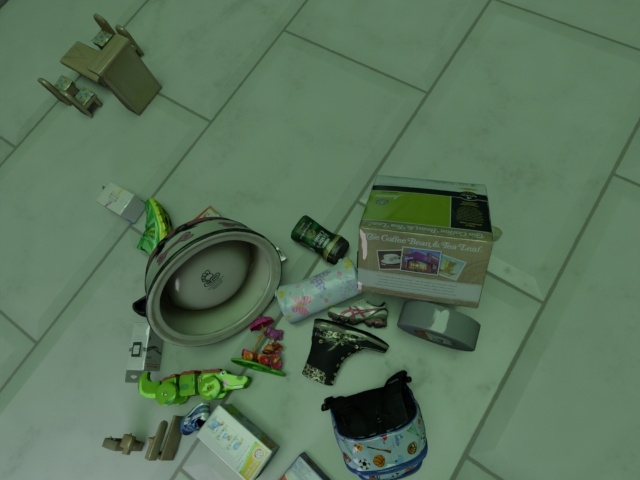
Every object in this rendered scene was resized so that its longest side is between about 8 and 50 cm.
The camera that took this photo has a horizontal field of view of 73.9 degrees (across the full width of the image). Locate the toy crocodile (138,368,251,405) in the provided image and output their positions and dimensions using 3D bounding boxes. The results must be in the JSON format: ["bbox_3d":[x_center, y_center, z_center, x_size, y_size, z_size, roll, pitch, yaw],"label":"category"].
[{"bbox_3d":[-0.379,0.434,1.286,0.340,0.115,0.105,-9,70,5],"label":"toy crocodile"}]

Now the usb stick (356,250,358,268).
[{"bbox_3d":[0.255,0.063,1.359,0.277,0.045,0.077,0,70,9],"label":"usb stick"}]

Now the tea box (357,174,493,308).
[{"bbox_3d":[0.291,-0.012,1.208,0.328,0.220,0.324,8,34,14],"label":"tea box"}]

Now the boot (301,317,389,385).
[{"bbox_3d":[0.071,0.348,1.276,0.236,0.085,0.179,17,86,2],"label":"boot"}]

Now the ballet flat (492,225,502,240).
[{"bbox_3d":[0.495,-0.033,1.354,0.168,0.052,0.057,6,71,10],"label":"ballet flat"}]

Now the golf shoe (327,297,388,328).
[{"bbox_3d":[0.115,0.220,1.318,0.185,0.067,0.086,6,68,1],"label":"golf shoe"}]

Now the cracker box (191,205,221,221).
[{"bbox_3d":[-0.357,0.016,1.450,0.155,0.067,0.232,-42,70,-6],"label":"cracker box"}]

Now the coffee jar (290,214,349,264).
[{"bbox_3d":[0.000,0.000,1.398,0.184,0.079,0.096,31,78,16],"label":"coffee jar"}]

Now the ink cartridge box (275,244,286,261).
[{"bbox_3d":[-0.172,0.072,1.425,0.115,0.029,0.063,-35,70,-5],"label":"ink cartridge box"}]

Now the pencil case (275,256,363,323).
[{"bbox_3d":[-0.002,0.156,1.325,0.273,0.113,0.124,-25,93,1],"label":"pencil case"}]

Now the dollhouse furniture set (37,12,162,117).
[{"bbox_3d":[-0.870,-0.694,1.661,0.394,0.256,0.362,29,77,16],"label":"dollhouse furniture set"}]

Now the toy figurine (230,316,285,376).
[{"bbox_3d":[-0.168,0.316,1.310,0.173,0.130,0.159,20,64,-9],"label":"toy figurine"}]

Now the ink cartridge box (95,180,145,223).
[{"bbox_3d":[-0.726,-0.141,1.541,0.143,0.092,0.090,27,78,17],"label":"ink cartridge box"}]

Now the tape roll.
[{"bbox_3d":[0.330,0.241,1.196,0.219,0.219,0.072,17,73,13],"label":"tape roll"}]

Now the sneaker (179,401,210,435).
[{"bbox_3d":[-0.370,0.538,1.253,0.144,0.053,0.059,-53,42,23],"label":"sneaker"}]

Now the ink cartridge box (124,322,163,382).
[{"bbox_3d":[-0.552,0.356,1.343,0.060,0.104,0.180,-1,72,7],"label":"ink cartridge box"}]

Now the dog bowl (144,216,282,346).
[{"bbox_3d":[-0.324,0.109,1.255,0.408,0.408,0.150,-41,49,-7],"label":"dog bowl"}]

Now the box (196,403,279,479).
[{"bbox_3d":[-0.232,0.575,1.217,0.203,0.114,0.103,34,78,17],"label":"box"}]

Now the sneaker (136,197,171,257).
[{"bbox_3d":[-0.579,-0.016,1.469,0.123,0.109,0.296,-16,70,-2],"label":"sneaker"}]

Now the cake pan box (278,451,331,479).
[{"bbox_3d":[-0.039,0.771,1.151,0.267,0.070,0.246,41,83,18],"label":"cake pan box"}]

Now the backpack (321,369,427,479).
[{"bbox_3d":[0.153,0.499,1.112,0.276,0.263,0.213,-21,86,1],"label":"backpack"}]

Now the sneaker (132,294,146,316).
[{"bbox_3d":[-0.497,0.195,1.396,0.232,0.090,0.082,-22,70,1],"label":"sneaker"}]

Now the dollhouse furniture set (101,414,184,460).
[{"bbox_3d":[-0.518,0.566,1.261,0.151,0.144,0.123,4,67,24],"label":"dollhouse furniture set"}]
